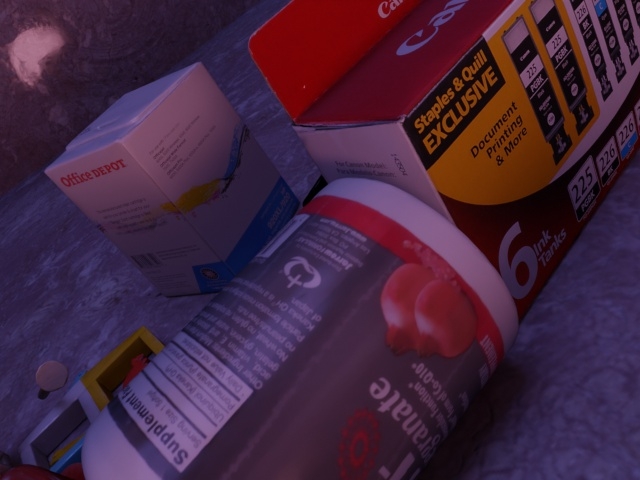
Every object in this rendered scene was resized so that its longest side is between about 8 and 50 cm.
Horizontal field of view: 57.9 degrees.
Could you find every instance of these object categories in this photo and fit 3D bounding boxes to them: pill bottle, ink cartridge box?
[{"bbox_3d":[-0.031,0.123,0.372,0.318,0.176,0.176,-47,32,-18],"label":"pill bottle"},{"bbox_3d":[0.139,-0.137,0.475,0.309,0.272,0.130,-48,32,-20],"label":"ink cartridge box"},{"bbox_3d":[-0.179,-0.069,0.739,0.171,0.233,0.168,-8,40,39],"label":"ink cartridge box"}]

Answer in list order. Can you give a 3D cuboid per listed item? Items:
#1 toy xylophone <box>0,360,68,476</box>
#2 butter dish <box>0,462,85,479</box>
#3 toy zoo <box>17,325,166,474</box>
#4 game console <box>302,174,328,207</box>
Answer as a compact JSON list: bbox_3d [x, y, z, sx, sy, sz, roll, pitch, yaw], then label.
[{"bbox_3d":[-0.356,0.225,0.564,0.322,0.081,0.236,-35,26,50],"label":"toy xylophone"},{"bbox_3d":[-0.229,0.228,0.424,0.160,0.118,0.160,-2,44,42],"label":"butter dish"},{"bbox_3d":[-0.217,0.195,0.605,0.192,0.030,0.293,-46,31,-17],"label":"toy zoo"},{"bbox_3d":[0.000,0.000,0.614,0.361,0.044,0.213,-55,15,-14],"label":"game console"}]
